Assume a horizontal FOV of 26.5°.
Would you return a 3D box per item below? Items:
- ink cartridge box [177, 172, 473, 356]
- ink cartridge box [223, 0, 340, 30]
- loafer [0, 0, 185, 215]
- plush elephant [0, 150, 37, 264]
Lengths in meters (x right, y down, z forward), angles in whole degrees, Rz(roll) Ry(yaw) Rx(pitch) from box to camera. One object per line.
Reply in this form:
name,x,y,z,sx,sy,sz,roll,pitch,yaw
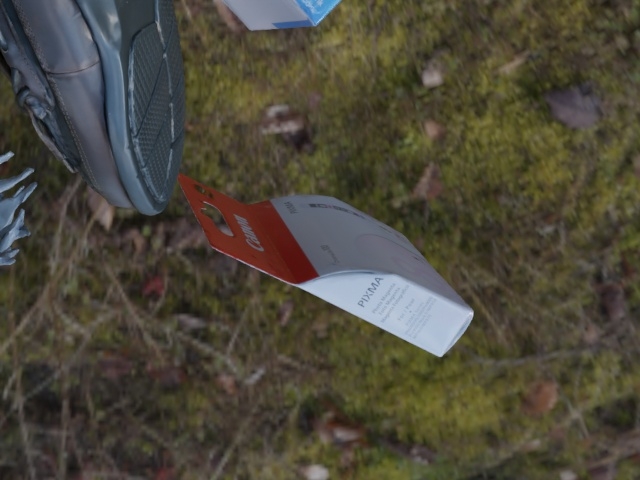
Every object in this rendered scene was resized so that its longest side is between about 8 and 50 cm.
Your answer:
ink cartridge box,0.000,0.000,1.171,0.232,0.189,0.066,31,100,-25
ink cartridge box,-0.010,-0.357,1.247,0.270,0.198,0.197,-47,110,-8
loafer,-0.123,-0.114,0.643,0.084,0.096,0.267,7,144,10
plush elephant,-0.317,0.032,0.566,0.330,0.272,0.255,-44,126,16
